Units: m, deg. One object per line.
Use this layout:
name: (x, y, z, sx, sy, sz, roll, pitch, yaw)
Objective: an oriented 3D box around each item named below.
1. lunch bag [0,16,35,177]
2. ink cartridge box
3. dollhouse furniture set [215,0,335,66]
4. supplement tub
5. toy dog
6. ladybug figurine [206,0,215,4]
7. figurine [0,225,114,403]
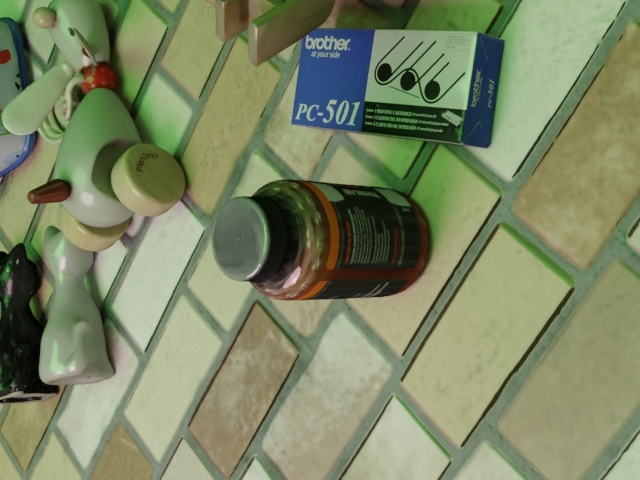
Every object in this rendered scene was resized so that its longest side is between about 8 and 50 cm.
lunch bag: (-0.530, -0.174, 1.444, 0.303, 0.115, 0.243, -22, 77, 40)
ink cartridge box: (0.065, -0.144, 0.935, 0.207, 0.046, 0.097, 12, 96, 42)
dollhouse furniture set: (-0.065, -0.310, 0.804, 0.212, 0.161, 0.242, 39, 149, 23)
supplement tub: (0.000, 0.000, 0.889, 0.106, 0.198, 0.106, -1, 88, 42)
toy dog: (-0.297, -0.140, 1.192, 0.334, 0.161, 0.220, 53, 122, 30)
ladybug figurine: (0.015, -0.372, 0.885, 0.449, 0.162, 0.305, -17, 95, 42)
figurine: (-0.355, 0.088, 1.298, 0.215, 0.092, 0.210, -21, 71, 40)
